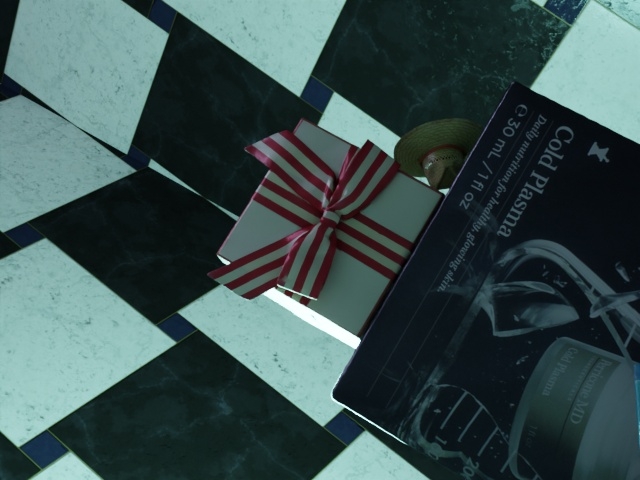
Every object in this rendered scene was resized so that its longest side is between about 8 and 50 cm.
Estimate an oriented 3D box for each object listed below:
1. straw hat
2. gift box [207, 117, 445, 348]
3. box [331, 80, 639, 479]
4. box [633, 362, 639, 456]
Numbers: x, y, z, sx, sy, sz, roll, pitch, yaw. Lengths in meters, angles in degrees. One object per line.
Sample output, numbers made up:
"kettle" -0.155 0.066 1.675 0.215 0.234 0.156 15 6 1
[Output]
"straw hat" 0.172 -0.103 1.355 0.144 0.145 0.061 94 170 -61
"gift box" 0.000 0.000 1.360 0.255 0.276 0.258 -63 -10 -10
"box" 0.346 0.128 1.309 0.479 0.472 0.297 -60 -12 -3
"box" 0.370 0.257 1.029 0.100 0.060 0.244 -10 -84 -73
